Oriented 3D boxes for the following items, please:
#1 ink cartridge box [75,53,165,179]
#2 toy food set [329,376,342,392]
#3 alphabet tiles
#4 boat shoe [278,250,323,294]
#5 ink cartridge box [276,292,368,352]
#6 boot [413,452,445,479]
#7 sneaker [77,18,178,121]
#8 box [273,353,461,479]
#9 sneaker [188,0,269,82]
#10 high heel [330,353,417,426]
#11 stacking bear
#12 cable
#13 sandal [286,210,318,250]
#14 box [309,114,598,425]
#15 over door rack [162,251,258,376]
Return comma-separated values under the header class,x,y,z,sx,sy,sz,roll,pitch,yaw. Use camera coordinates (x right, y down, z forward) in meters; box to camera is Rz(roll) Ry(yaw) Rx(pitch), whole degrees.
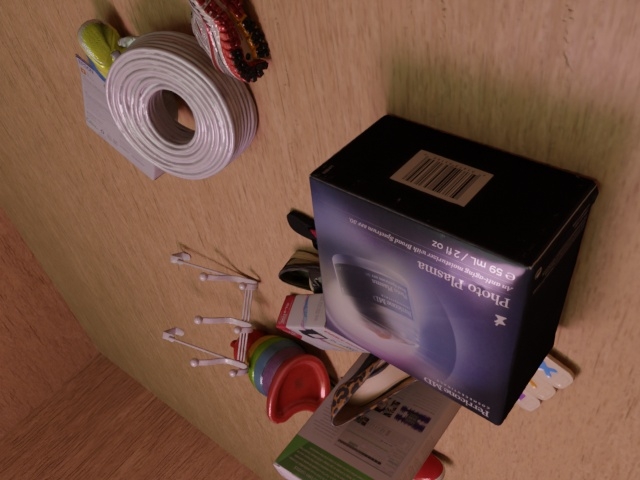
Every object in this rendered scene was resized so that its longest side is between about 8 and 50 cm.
class,x,y,z,sx,sy,sz,roll,pitch,yaw
ink cartridge box,-0.422,-0.267,1.312,0.223,0.045,0.224,39,149,9
toy food set,0.016,0.395,1.594,0.192,0.038,0.132,0,128,52
alphabet tiles,0.267,0.165,1.013,0.278,0.021,0.284,36,149,14
boat shoe,0.007,0.075,1.172,0.223,0.073,0.080,11,136,45
ink cartridge box,0.017,0.157,1.166,0.127,0.072,0.175,31,158,-27
boot,0.176,0.470,1.446,0.244,0.088,0.176,19,140,44
sneaker,-0.363,-0.310,1.171,0.240,0.091,0.126,55,167,-18
box,0.097,0.362,1.167,0.232,0.322,0.058,17,139,41
sneaker,-0.158,-0.328,0.866,0.092,0.088,0.225,19,141,40
high heel,0.123,0.258,1.092,0.093,0.186,0.261,46,149,-8
stacking bear,-0.125,0.317,1.564,0.289,0.175,0.164,21,112,52
cable,-0.238,-0.226,1.040,0.257,0.089,0.257,-1,126,30
sandal,0.000,0.000,1.121,0.179,0.040,0.067,24,144,32
box,0.159,0.037,0.807,0.296,0.183,0.294,26,141,31
over door rack,-0.301,0.183,1.545,0.324,0.108,0.239,16,102,40
